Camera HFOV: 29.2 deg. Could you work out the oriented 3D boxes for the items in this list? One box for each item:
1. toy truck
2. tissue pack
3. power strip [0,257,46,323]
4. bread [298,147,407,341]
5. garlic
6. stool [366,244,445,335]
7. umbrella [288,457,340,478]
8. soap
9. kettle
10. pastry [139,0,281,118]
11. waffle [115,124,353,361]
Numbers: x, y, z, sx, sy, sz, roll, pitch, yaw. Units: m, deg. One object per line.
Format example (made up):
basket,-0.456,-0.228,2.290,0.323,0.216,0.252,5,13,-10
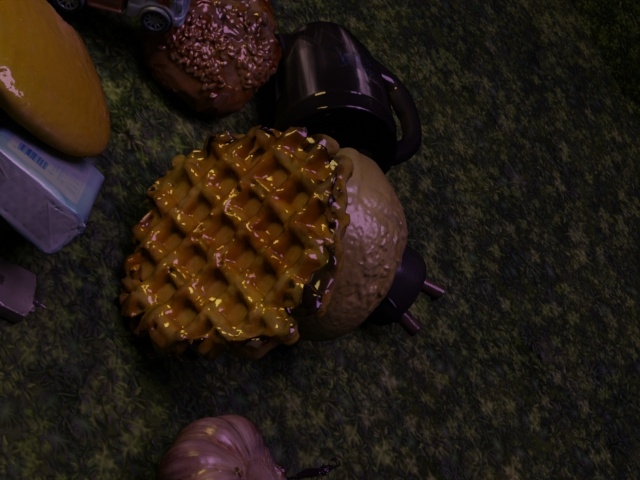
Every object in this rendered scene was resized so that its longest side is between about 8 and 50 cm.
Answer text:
toy truck,-0.333,-0.466,2.002,0.338,0.184,0.133,13,50,-7
tissue pack,-0.405,-0.089,1.736,0.177,0.089,0.263,43,9,-15
power strip,-0.478,0.046,1.686,0.226,0.029,0.080,31,42,-27
bread,0.007,0.008,2.004,0.237,0.320,0.321,47,38,-24
garlic,-0.142,0.369,1.712,0.245,0.160,0.245,52,21,-30
stool,0.132,0.064,2.215,0.139,0.153,0.228,35,42,-24
umbrella,-0.006,0.369,1.959,0.122,0.013,0.022,-10,59,-49
soap,-0.438,-0.297,1.805,0.306,0.115,0.427,43,16,-54
kettle,0.049,-0.267,2.305,0.320,0.228,0.324,13,45,-22
pastry,-0.188,-0.376,2.185,0.255,0.162,0.311,17,49,-26
waffle,-0.127,0.005,1.822,0.095,0.379,0.382,50,45,-52
